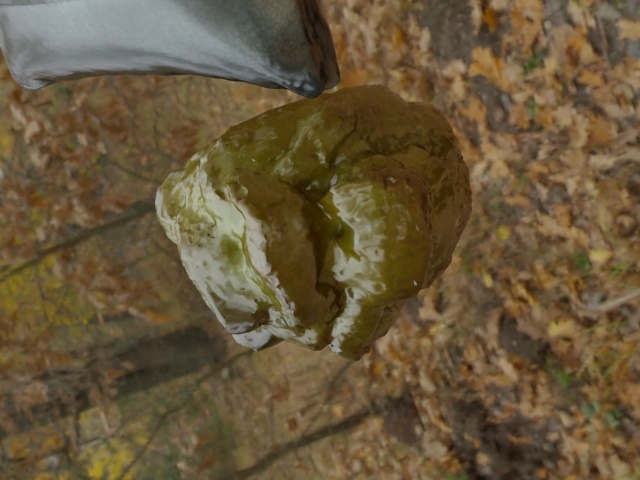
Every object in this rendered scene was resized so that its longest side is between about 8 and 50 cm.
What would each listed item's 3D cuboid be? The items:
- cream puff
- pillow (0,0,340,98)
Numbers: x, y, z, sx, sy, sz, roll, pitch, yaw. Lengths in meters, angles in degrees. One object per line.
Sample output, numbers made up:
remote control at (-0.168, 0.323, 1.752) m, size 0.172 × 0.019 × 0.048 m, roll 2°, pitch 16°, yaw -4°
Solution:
cream puff at (-0.003, -0.016, 0.741) m, size 0.244 × 0.244 × 0.196 m, roll 89°, pitch 160°, yaw -54°
pillow at (-0.087, -0.179, 0.384) m, size 0.186 × 0.106 × 0.250 m, roll 8°, pitch 118°, yaw 33°
